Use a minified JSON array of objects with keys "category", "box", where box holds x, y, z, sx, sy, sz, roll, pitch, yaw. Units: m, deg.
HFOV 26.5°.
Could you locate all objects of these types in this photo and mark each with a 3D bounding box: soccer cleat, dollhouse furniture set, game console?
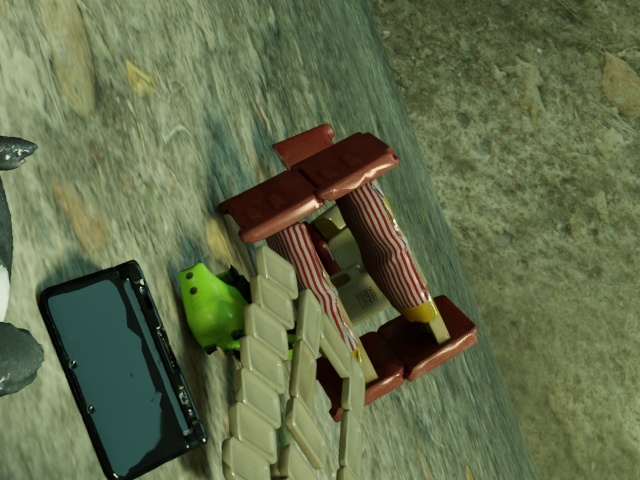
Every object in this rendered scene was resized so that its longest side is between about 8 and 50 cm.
[{"category":"soccer cleat","box":[-0.057,0.060,1.074,0.072,0.060,0.179,68,13,20]},{"category":"dollhouse furniture set","box":[0.000,0.000,1.327,0.201,0.152,0.374,63,-5,-18]},{"category":"game console","box":[-0.125,0.081,0.835,0.122,0.071,0.107,69,-18,1]}]

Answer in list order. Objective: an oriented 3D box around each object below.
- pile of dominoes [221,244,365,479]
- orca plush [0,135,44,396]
[{"category":"pile of dominoes","box":[-0.027,0.136,1.010,0.251,0.040,0.196,-85,151,-48]},{"category":"orca plush","box":[-0.191,0.038,0.521,0.151,0.102,0.287,14,23,-17]}]
